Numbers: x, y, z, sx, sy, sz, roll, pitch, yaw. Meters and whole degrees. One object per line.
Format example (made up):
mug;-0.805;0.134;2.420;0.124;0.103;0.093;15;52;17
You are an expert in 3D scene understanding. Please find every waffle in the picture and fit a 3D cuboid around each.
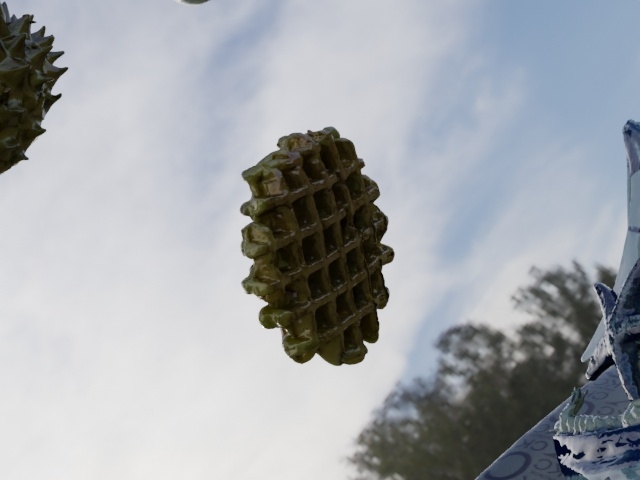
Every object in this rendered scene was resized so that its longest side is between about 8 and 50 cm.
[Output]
waffle;0.001;0.005;0.885;0.191;0.038;0.191;17;-110;-57

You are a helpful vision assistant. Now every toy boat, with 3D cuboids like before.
toy boat;0.205;0.056;0.742;0.070;0.291;0.210;18;-48;-25

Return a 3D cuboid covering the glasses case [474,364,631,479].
glasses case;0.202;0.179;0.849;0.355;0.137;0.085;-29;-52;-42

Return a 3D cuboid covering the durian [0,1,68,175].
durian;-0.303;-0.093;0.885;0.260;0.186;0.154;-61;-5;-20

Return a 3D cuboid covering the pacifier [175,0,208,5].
pacifier;-0.191;-0.394;1.467;0.238;0.226;0.287;-42;20;-30
